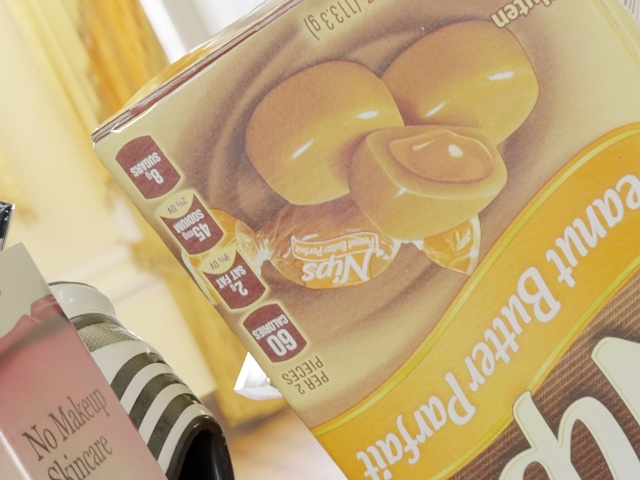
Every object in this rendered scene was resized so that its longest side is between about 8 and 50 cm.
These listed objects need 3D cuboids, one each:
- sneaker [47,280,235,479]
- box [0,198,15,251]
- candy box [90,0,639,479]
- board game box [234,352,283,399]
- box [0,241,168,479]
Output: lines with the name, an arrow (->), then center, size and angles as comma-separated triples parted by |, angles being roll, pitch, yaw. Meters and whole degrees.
sneaker -> -0.211, 0.277, 1.207 | 0.169, 0.257, 0.447 | 11, -69, -50
box -> -0.399, 0.023, 1.489 | 0.220, 0.175, 0.051 | 14, 0, -10
candy box -> 0.087, 0.030, 0.630 | 0.183, 0.316, 0.087 | -32, 12, 23
board game box -> 0.000, 0.000, 1.441 | 0.145, 0.027, 0.281 | 152, 139, -75
box -> -0.166, 0.137, 0.866 | 0.127, 0.232, 0.148 | -30, 3, 13
